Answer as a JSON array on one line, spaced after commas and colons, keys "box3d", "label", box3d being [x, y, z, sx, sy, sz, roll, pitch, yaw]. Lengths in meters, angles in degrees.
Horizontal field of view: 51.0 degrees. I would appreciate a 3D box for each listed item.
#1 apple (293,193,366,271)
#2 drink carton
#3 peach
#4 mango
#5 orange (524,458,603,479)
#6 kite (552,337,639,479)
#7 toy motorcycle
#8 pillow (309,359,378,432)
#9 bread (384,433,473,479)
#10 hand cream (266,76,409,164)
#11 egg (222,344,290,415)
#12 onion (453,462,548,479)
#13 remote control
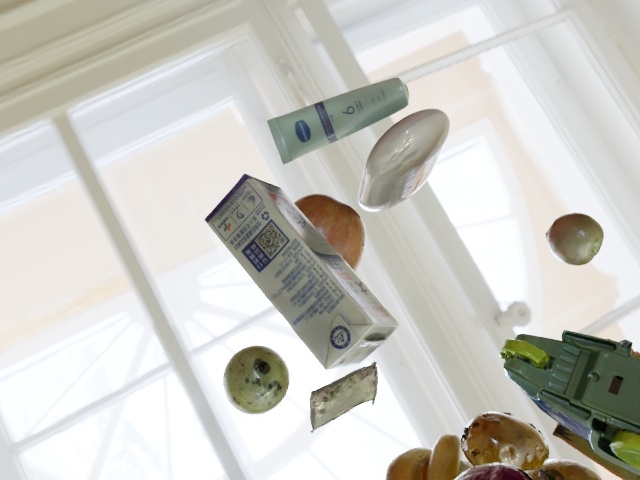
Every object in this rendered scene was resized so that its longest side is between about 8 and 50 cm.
[{"box3d": [0.000, 0.000, 1.379, 0.188, 0.188, 0.174, 75, 40, -80], "label": "apple"}, {"box3d": [-0.030, 0.049, 1.024, 0.106, 0.315, 0.130, -46, 159, 14], "label": "drink carton"}, {"box3d": [0.386, -0.003, 1.022, 0.083, 0.083, 0.083, -28, 171, -5], "label": "peach"}, {"box3d": [0.448, 0.492, 1.609, 0.249, 0.156, 0.151, 22, 150, -31], "label": "mango"}, {"box3d": [0.606, 0.690, 1.694, 0.274, 0.274, 0.274, -28, 171, -5], "label": "orange"}, {"box3d": [0.682, 0.399, 1.492, 0.328, 0.377, 0.013, -14, 152, 13], "label": "kite"}, {"box3d": [0.479, 0.272, 1.183, 0.191, 0.326, 0.200, -58, 148, -22], "label": "toy motorcycle"}, {"box3d": [0.066, 0.452, 1.979, 0.255, 0.059, 0.169, -19, 125, -30], "label": "pillow"}, {"box3d": [0.334, 0.728, 1.706, 0.245, 0.424, 0.329, -25, 153, 12], "label": "bread"}, {"box3d": [0.046, -0.277, 1.505, 0.321, 0.109, 0.067, -21, 174, 5], "label": "hand cream"}, {"box3d": [-0.172, 0.377, 1.779, 0.177, 0.177, 0.228, -24, 152, -28], "label": "egg"}, {"box3d": [0.252, 0.544, 1.128, 0.349, 0.267, 0.159, -39, 160, 33], "label": "onion"}, {"box3d": [0.180, -0.170, 1.480, 0.221, 0.103, 0.332, -32, 161, -16], "label": "remote control"}]
